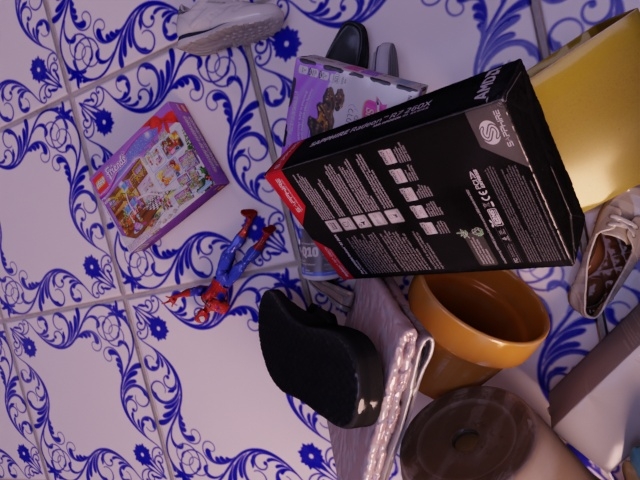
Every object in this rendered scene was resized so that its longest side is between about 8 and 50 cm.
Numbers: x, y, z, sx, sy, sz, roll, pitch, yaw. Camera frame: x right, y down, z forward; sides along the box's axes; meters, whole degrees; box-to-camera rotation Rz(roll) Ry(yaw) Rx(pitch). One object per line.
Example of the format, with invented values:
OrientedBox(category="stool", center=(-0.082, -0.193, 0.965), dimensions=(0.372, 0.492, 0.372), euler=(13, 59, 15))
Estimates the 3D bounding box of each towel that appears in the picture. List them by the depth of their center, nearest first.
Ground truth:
OrientedBox(category="towel", center=(0.077, 0.222, 0.776), dimensions=(0.053, 0.317, 0.332), euler=(11, 105, -9))

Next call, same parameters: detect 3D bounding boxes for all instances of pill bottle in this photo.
OrientedBox(category="pill bottle", center=(0.000, 0.000, 0.884), dimensions=(0.078, 0.078, 0.137), euler=(0, 99, 24))

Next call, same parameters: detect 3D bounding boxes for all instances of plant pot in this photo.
OrientedBox(category="plant pot", center=(0.339, -0.153, 0.646), dimensions=(0.212, 0.212, 0.187), euler=(-33, 96, 25))
OrientedBox(category="plant pot", center=(0.250, 0.374, 0.662), dimensions=(0.323, 0.323, 0.281), euler=(-22, 107, 26))
OrientedBox(category="plant pot", center=(0.217, 0.148, 0.758), dimensions=(0.205, 0.205, 0.188), euler=(31, 125, 17))

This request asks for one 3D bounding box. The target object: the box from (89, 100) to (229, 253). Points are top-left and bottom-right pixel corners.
OrientedBox(category="box", center=(-0.356, -0.130, 1.035), dimensions=(0.293, 0.057, 0.201), euler=(-32, 86, 25))

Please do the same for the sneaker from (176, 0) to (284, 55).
OrientedBox(category="sneaker", center=(-0.177, -0.419, 0.894), dimensions=(0.234, 0.090, 0.095), euler=(-1, 89, 23))

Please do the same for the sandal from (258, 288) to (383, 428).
OrientedBox(category="sandal", center=(-0.006, 0.190, 0.809), dimensions=(0.445, 0.106, 0.168), euler=(-167, 79, -64))

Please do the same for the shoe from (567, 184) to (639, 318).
OrientedBox(category="shoe", center=(0.433, 0.017, 0.701), dimensions=(0.076, 0.058, 0.219), euler=(21, 107, 20))

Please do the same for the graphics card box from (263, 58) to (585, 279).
OrientedBox(category="graphics card box", center=(0.122, -0.061, 0.643), dimensions=(0.370, 0.094, 0.233), euler=(-8, 127, 46))

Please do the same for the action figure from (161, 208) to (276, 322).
OrientedBox(category="action figure", center=(-0.211, 0.074, 0.965), dimensions=(0.091, 0.139, 0.281), euler=(39, 114, 15))

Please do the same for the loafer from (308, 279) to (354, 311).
OrientedBox(category="loafer", center=(0.023, 0.089, 0.892), dimensions=(0.125, 0.045, 0.039), euler=(36, 101, 50))

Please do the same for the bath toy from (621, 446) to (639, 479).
OrientedBox(category="bath toy", center=(0.586, 0.317, 0.602), dimensions=(0.347, 0.151, 0.129), euler=(-1, 75, 0))

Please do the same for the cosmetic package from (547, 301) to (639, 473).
OrientedBox(category="cosmetic package", center=(0.448, 0.201, 0.690), dimensions=(0.107, 0.127, 0.238), euler=(35, 113, 14))

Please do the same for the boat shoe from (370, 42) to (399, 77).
OrientedBox(category="boat shoe", center=(0.084, -0.214, 0.807), dimensions=(0.075, 0.083, 0.227), euler=(7, 103, 22))

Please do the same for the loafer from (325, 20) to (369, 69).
OrientedBox(category="loafer", center=(0.027, -0.266, 0.826), dimensions=(0.076, 0.078, 0.224), euler=(23, 107, 19))

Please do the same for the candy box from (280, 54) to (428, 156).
OrientedBox(category="candy box", center=(0.048, -0.184, 0.750), dimensions=(0.196, 0.070, 0.165), euler=(20, 119, 14))
